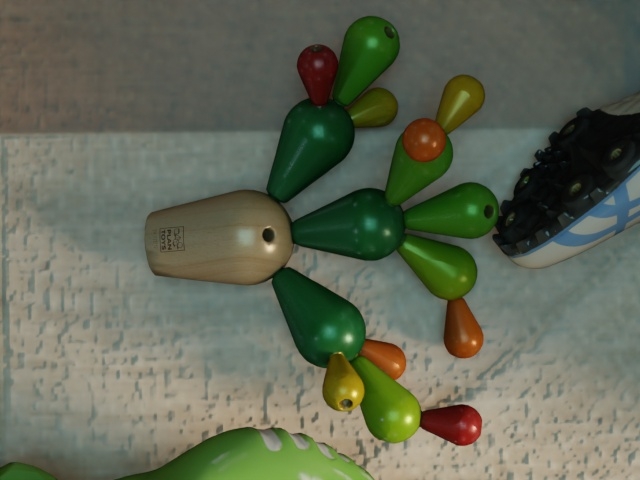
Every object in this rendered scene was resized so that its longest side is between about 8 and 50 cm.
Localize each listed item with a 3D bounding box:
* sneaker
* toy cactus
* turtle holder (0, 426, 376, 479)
[{"bbox_3d":[0.197,-0.051,0.819,0.237,0.085,0.086,-35,115,7],"label":"sneaker"},{"bbox_3d":[0.000,0.000,0.817,0.181,0.112,0.218,-5,98,10],"label":"toy cactus"},{"bbox_3d":[-0.098,0.230,0.766,0.227,0.243,0.320,52,50,-14],"label":"turtle holder"}]
